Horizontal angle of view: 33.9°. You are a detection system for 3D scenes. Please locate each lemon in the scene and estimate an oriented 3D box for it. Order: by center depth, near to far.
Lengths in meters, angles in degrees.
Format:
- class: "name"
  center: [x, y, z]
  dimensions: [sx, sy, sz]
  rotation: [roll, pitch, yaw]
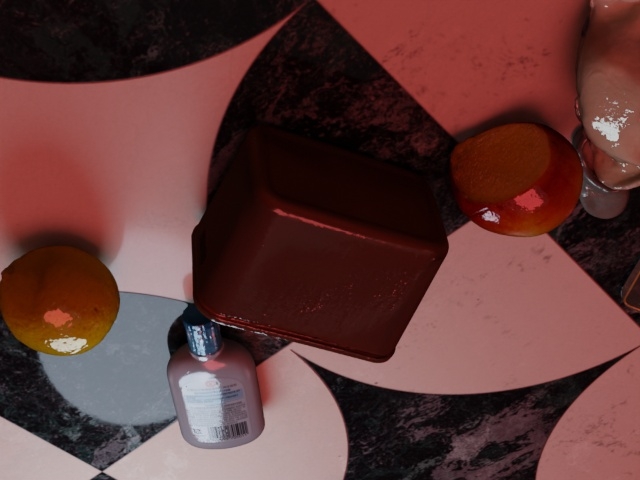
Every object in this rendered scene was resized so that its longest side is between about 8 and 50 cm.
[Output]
- class: "lemon"
  center: [-0.421, 0.094, 1.685]
  dimensions: [0.203, 0.178, 0.178]
  rotation: [33, 119, -31]

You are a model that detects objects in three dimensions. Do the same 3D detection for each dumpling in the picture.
- class: "dumpling"
  center: [0.478, -0.228, 1.490]
  dimensions: [0.243, 0.187, 0.318]
  rotation: [11, 124, 39]

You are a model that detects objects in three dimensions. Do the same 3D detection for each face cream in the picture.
- class: "face cream"
  center: [-0.197, 0.250, 1.911]
  dimensions: [0.163, 0.080, 0.336]
  rotation: [-7, 131, -1]

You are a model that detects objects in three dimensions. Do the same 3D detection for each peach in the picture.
- class: "peach"
  center: [0.298, -0.097, 1.615]
  dimensions: [0.192, 0.190, 0.190]
  rotation: [20, 125, -18]

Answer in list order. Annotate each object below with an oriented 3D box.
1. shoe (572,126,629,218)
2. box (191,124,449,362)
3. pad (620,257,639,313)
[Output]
- class: "shoe"
  center: [0.458, -0.098, 1.703]
  dimensions: [0.079, 0.078, 0.195]
  rotation: [-18, 126, 7]
- class: "box"
  center: [0.000, 0.000, 1.624]
  dimensions: [0.339, 0.239, 0.229]
  rotation: [16, 124, -20]
- class: "pad"
  center: [0.730, 0.126, 1.848]
  dimensions: [0.375, 0.063, 0.315]
  rotation: [21, 123, 2]
